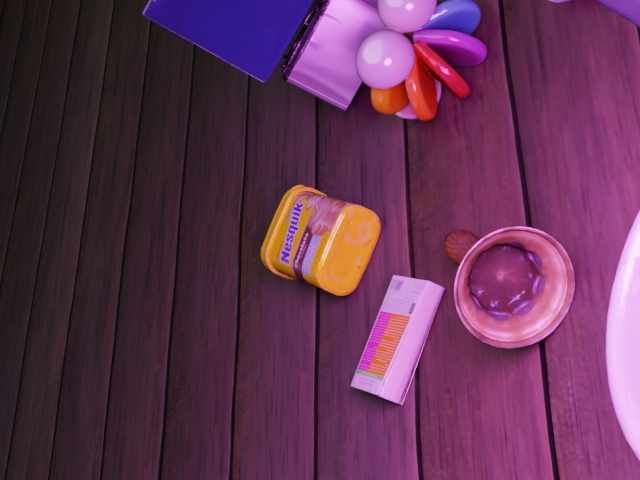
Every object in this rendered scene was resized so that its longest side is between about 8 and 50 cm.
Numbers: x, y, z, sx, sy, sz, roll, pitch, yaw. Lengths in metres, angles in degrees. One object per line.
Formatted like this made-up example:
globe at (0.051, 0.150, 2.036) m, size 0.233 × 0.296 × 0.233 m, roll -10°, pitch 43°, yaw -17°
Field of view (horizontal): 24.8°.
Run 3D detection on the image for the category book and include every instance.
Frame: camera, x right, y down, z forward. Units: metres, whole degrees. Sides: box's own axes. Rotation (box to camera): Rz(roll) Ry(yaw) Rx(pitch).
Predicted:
book at (0.086, 0.113, 1.709) m, size 0.096 × 0.035 × 0.144 m, roll 9°, pitch 76°, yaw 66°

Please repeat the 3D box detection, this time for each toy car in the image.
toy car at (0.138, -0.233, 1.806) m, size 0.136 × 0.159 × 0.182 m, roll 18°, pitch 82°, yaw 29°

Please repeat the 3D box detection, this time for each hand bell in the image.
hand bell at (0.174, 0.021, 1.573) m, size 0.126 × 0.126 × 0.242 m, roll -62°, pitch 15°, yaw 7°

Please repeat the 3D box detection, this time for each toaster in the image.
toaster at (0.025, -0.281, 2.021) m, size 0.168 × 0.110 × 0.185 m, roll -61°, pitch 5°, yaw 10°

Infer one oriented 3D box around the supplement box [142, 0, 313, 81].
supplement box at (-0.090, -0.397, 2.058) m, size 0.194 × 0.195 × 0.356 m, roll -59°, pitch 6°, yaw 24°

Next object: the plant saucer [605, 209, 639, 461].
plant saucer at (0.395, 0.033, 1.131) m, size 0.400 × 0.101 × 0.400 m, roll -43°, pitch 35°, yaw 39°

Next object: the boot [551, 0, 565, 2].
boot at (0.327, -0.392, 1.639) m, size 0.123 × 0.095 × 0.258 m, roll 13°, pitch 88°, yaw 57°

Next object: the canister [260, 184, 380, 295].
canister at (0.000, 0.000, 1.915) m, size 0.170 × 0.073 × 0.126 m, roll 19°, pitch 85°, yaw 62°

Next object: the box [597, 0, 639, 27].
box at (0.321, -0.452, 1.245) m, size 0.297 × 0.480 × 0.471 m, roll -32°, pitch 42°, yaw 47°
